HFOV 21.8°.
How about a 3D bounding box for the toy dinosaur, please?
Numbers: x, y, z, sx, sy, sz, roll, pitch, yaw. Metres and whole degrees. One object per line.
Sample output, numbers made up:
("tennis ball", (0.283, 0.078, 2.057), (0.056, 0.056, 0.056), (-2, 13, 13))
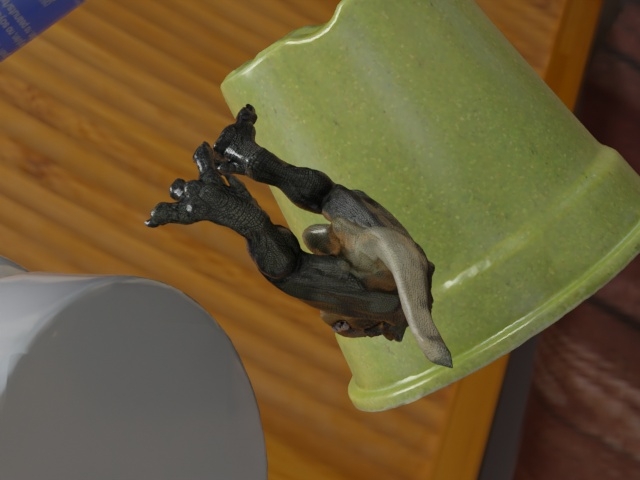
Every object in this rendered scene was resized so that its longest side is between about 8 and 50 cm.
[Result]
("toy dinosaur", (0.000, 0.000, 0.658), (0.118, 0.064, 0.268), (34, 180, 1))

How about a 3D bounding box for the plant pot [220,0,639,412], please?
("plant pot", (0.069, -0.060, 1.196), (0.276, 0.276, 0.254), (-27, 99, 42))

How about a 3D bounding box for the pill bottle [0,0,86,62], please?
("pill bottle", (-0.228, -0.133, 0.824), (0.272, 0.152, 0.152), (-36, 125, -2))

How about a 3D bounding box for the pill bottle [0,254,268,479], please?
("pill bottle", (-0.235, 0.111, 0.761), (0.392, 0.224, 0.224), (-2, 136, 34))
